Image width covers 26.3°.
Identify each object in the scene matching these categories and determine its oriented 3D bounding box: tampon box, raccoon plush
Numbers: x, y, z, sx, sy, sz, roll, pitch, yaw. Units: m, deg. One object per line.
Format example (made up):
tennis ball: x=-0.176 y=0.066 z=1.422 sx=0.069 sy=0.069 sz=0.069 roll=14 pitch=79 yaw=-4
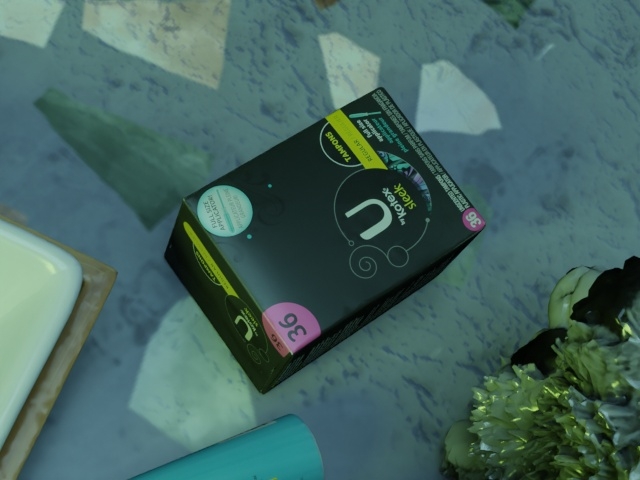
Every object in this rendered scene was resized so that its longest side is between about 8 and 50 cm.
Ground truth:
tampon box: x=0.000 y=0.000 z=0.895 sx=0.161 sy=0.101 sz=0.120 roll=-33 pitch=80 yaw=-23
raccoon plush: x=0.167 y=0.202 z=0.739 sx=0.216 sy=0.299 sz=0.446 roll=20 pitch=59 yaw=-8

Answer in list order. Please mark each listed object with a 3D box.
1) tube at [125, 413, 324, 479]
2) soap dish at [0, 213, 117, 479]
tube: x=-0.099 y=0.163 z=0.827 sx=0.207 sy=0.080 sz=0.052 roll=-18 pitch=44 yaw=-23
soap dish: x=-0.298 y=0.061 z=0.786 sx=0.291 sy=0.118 sz=0.229 roll=25 pitch=65 yaw=-4
